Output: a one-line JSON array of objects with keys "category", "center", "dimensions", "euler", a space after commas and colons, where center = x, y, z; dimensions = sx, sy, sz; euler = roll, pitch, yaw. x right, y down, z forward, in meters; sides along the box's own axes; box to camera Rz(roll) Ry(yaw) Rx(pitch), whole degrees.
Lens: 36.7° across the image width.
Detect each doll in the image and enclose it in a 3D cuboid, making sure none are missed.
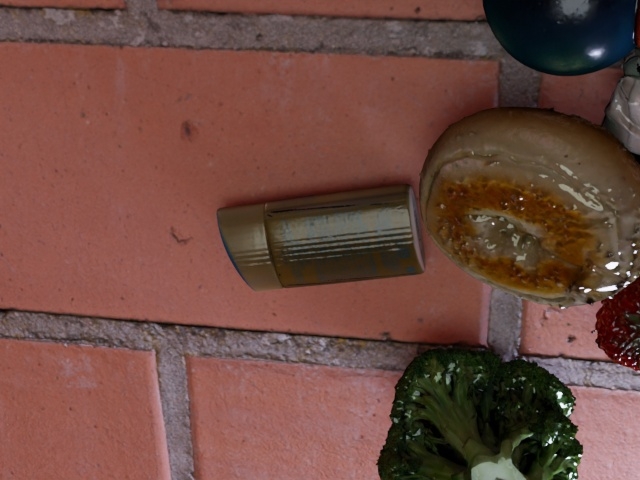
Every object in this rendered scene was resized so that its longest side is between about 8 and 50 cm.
[{"category": "doll", "center": [0.324, -0.289, 1.095], "dimensions": [0.322, 0.186, 0.198], "euler": [1, 88, 24]}]

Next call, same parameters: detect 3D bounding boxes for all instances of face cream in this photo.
[{"category": "face cream", "center": [0.000, 0.000, 1.382], "dimensions": [0.285, 0.067, 0.139], "euler": [-7, 114, 13]}]

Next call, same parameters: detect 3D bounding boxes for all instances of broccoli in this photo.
[{"category": "broccoli", "center": [0.229, 0.295, 1.387], "dimensions": [0.308, 0.275, 0.307], "euler": [0, 89, 5]}]

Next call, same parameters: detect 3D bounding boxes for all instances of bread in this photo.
[{"category": "bread", "center": [0.277, -0.049, 1.230], "dimensions": [0.306, 0.158, 0.305], "euler": [22, 140, 19]}]

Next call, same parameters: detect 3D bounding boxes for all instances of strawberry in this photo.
[{"category": "strawberry", "center": [0.440, 0.115, 1.295], "dimensions": [0.145, 0.086, 0.145], "euler": [-1, 110, -4]}]

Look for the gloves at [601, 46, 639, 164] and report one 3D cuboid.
[{"category": "gloves", "center": [0.431, -0.198, 1.188], "dimensions": [0.128, 0.111, 0.212], "euler": [24, 126, 3]}]
